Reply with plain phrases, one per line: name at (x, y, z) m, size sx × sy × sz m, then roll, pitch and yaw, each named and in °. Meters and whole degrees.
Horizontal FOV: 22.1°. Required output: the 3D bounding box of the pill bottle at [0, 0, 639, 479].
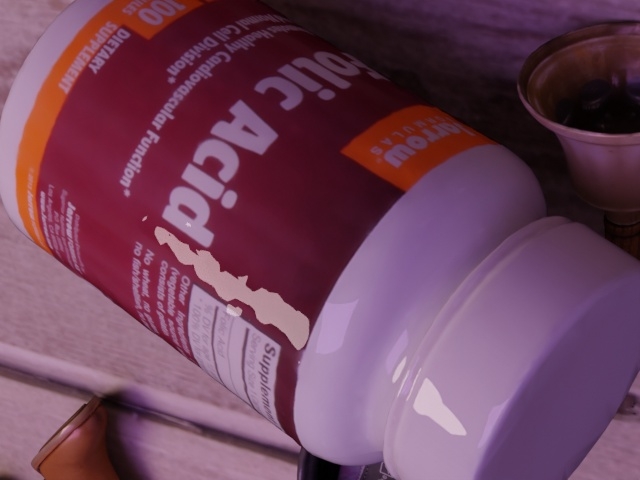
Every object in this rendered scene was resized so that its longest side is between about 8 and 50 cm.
pill bottle at (0.000, 0.000, 1.036) m, size 0.392 × 0.224 × 0.224 m, roll 34°, pitch 128°, yaw 27°

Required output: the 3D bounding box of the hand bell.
hand bell at (0.198, -0.005, 1.060) m, size 0.126 × 0.126 × 0.242 m, roll 11°, pitch 132°, yaw 25°

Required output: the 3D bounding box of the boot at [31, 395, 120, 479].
boot at (-0.173, 0.228, 1.401) m, size 0.152 × 0.073 × 0.197 m, roll 37°, pitch 139°, yaw 10°

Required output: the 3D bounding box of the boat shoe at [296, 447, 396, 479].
boat shoe at (0.045, 0.131, 1.205) m, size 0.112 × 0.095 × 0.335 m, roll 20°, pitch 123°, yaw 20°
